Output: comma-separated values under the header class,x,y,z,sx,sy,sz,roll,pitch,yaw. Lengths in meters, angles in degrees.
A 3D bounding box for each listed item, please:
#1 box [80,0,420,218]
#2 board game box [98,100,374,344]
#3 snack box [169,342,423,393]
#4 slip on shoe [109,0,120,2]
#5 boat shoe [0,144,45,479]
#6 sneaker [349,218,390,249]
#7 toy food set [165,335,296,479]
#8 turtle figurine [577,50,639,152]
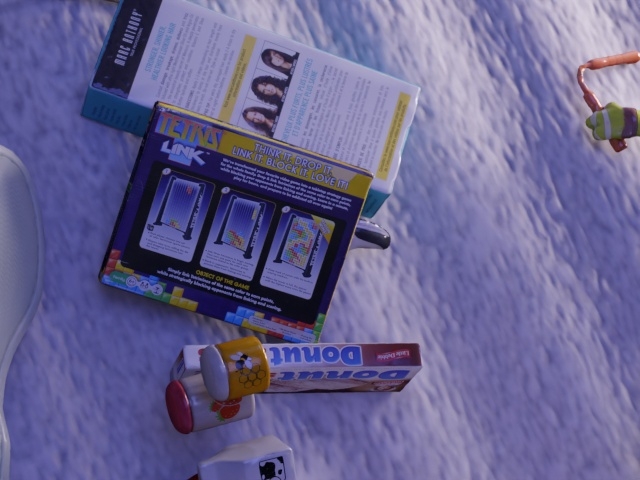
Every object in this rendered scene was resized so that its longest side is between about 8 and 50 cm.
class,x,y,z,sx,sy,sz,roll,pitch,yaw
box,-0.054,-0.108,1.520,0.244,0.060,0.100,20,66,-7
board game box,-0.063,-0.011,1.457,0.170,0.048,0.141,18,94,-8
snack box,-0.019,0.095,1.449,0.178,0.064,0.022,0,68,-14
slip on shoe,-0.160,-0.216,1.544,0.135,0.041,0.051,2,69,-14
boat shoe,-0.268,0.074,1.372,0.114,0.091,0.302,41,48,-46
sneaker,0.000,0.000,1.510,0.109,0.040,0.043,7,84,-8
toy food set,-0.081,0.184,1.364,0.105,0.111,0.232,-13,105,-19
turtle figurine,0.346,-0.064,1.593,0.270,0.087,0.217,5,68,-13
